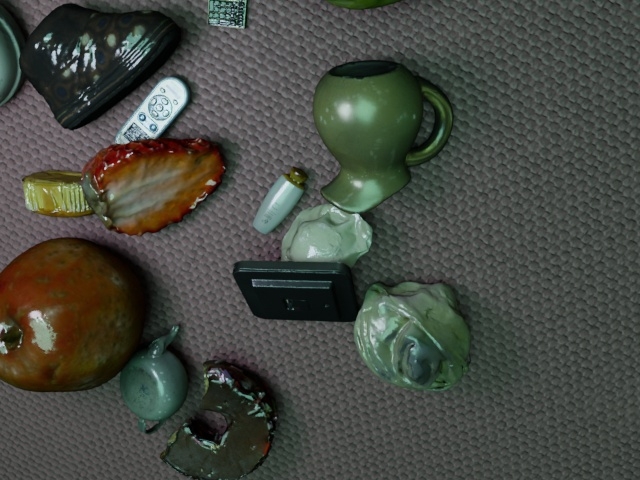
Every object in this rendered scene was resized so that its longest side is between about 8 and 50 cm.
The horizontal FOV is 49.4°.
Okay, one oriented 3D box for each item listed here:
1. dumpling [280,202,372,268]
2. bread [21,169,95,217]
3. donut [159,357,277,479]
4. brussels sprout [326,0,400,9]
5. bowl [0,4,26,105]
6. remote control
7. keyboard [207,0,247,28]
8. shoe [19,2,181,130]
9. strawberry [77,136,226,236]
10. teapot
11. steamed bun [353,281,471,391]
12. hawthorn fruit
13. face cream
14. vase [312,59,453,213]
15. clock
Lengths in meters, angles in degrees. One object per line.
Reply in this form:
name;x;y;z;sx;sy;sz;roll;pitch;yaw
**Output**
dumpling;0.000;0.000;1.675;0.258;0.147;0.193;-32;67;20
bread;-0.640;-0.112;1.737;0.191;0.132;0.114;0;106;11
donut;-0.243;0.485;1.831;0.259;0.136;0.345;25;107;-4
brussels sprout;0.085;-0.654;1.392;0.426;0.342;0.361;-14;129;16
bowl;-0.858;-0.425;1.619;0.307;0.163;0.307;-3;123;-5
remote control;-0.409;-0.297;1.698;0.087;0.047;0.244;43;106;-7
keyboard;-0.203;-0.650;1.584;0.106;0.027;0.316;7;105;7
shoe;-0.518;-0.446;1.610;0.384;0.171;0.237;-31;102;23
strawberry;-0.401;-0.161;1.675;0.336;0.149;0.265;-23;138;-6
teapot;-0.430;0.373;1.824;0.193;0.129;0.294;17;108;29
steamed bun;0.218;0.248;1.665;0.280;0.207;0.267;0;105;10
hawthorn fruit;-0.639;0.191;1.685;0.403;0.403;0.402;2;105;8
face cream;-0.098;-0.097;1.701;0.072;0.051;0.182;36;108;-1
vase;0.150;-0.244;1.558;0.330;0.241;0.302;-13;117;-15
clock;-0.053;0.133;1.668;0.274;0.279;0.049;0;60;10
